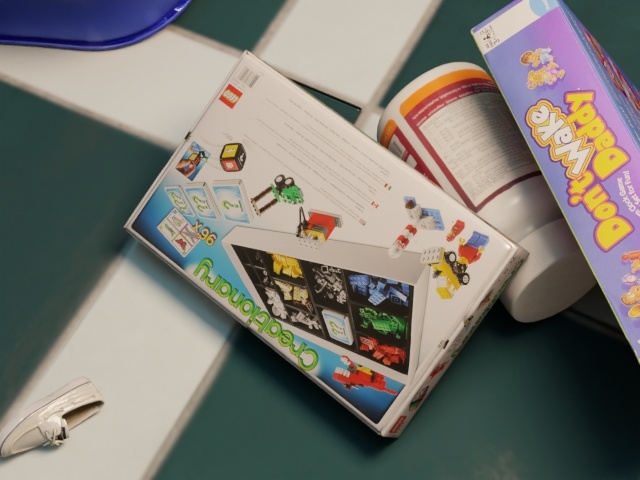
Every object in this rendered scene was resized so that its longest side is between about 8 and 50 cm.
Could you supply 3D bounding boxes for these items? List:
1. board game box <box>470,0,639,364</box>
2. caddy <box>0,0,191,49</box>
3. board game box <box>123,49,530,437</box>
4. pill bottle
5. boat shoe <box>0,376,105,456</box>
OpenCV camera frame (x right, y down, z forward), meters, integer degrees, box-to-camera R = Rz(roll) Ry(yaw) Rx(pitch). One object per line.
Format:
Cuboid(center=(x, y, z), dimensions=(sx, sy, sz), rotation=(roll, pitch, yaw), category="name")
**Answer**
Cuboid(center=(0.268, -0.023, 1.481), dimensions=(0.078, 0.233, 0.347), rotation=(-33, 56, 16), category="board game box")
Cuboid(center=(-0.272, -0.312, 1.704), dimensions=(0.341, 0.179, 0.241), rotation=(5, 79, 1), category="caddy")
Cuboid(center=(0.000, 0.000, 1.510), dimensions=(0.305, 0.053, 0.193), rotation=(38, 96, 21), category="board game box")
Cuboid(center=(0.152, -0.042, 1.559), dimensions=(0.121, 0.121, 0.221), rotation=(-24, 60, -17), category="pill bottle")
Cuboid(center=(-0.222, 0.152, 1.467), dimensions=(0.100, 0.035, 0.035), rotation=(-32, 59, -29), category="boat shoe")
